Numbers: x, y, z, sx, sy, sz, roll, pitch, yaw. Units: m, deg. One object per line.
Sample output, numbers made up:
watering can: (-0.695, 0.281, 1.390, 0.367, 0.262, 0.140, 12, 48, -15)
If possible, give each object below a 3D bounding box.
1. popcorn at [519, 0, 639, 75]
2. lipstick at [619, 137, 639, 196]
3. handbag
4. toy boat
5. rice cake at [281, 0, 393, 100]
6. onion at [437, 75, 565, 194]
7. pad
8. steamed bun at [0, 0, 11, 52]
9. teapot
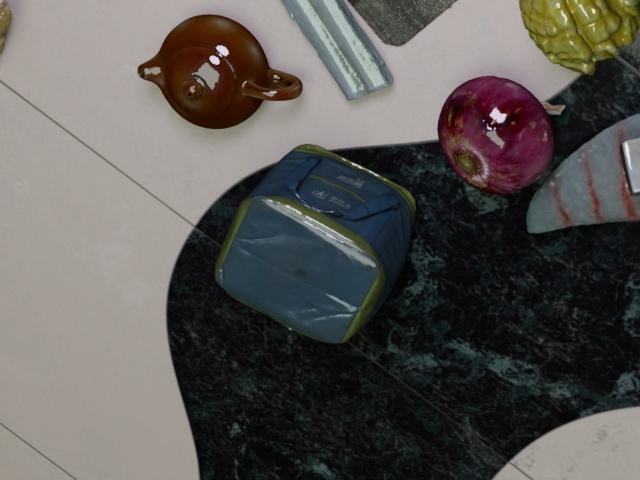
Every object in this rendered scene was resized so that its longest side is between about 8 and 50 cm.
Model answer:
popcorn: (0.353, -0.306, 1.598, 0.173, 0.173, 0.142, 32, 130, 2)
lipstick: (0.587, -0.134, 1.580, 0.371, 0.080, 0.076, -12, 86, 11)
handbag: (0.000, 0.000, 1.830, 0.263, 0.241, 0.222, 24, 121, 5)
toy boat: (0.420, -0.074, 1.745, 0.282, 0.096, 0.206, -7, 107, 37)
rice cake: (0.018, -0.311, 1.775, 0.085, 0.040, 0.226, -25, 107, 34)
onion: (0.250, -0.151, 1.717, 0.177, 0.153, 0.177, 14, 137, 13)
pad: (0.128, -0.440, 1.662, 0.250, 0.055, 0.323, 49, 139, -8)
steamed bun: (-0.581, -0.373, 1.929, 0.177, 0.106, 0.192, 36, 131, -5)
teapot: (-0.152, -0.242, 1.822, 0.252, 0.135, 0.178, 12, 124, 15)
